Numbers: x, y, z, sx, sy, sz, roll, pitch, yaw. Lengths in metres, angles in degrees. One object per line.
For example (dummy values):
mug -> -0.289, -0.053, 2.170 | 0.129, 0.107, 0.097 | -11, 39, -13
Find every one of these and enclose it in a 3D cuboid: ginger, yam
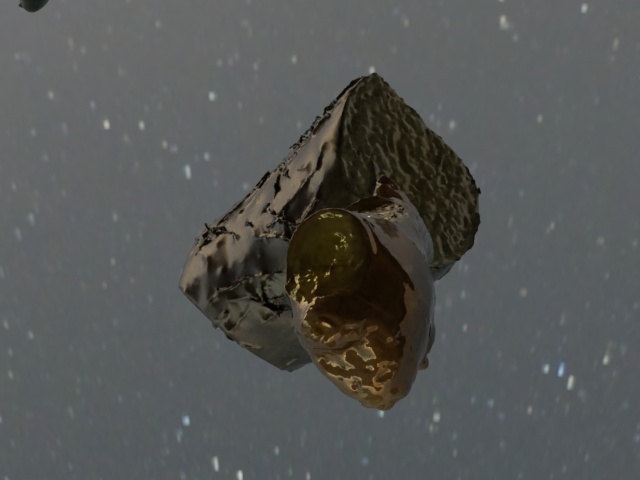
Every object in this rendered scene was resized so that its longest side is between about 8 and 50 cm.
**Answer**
ginger -> 0.044, 0.027, 1.197 | 0.086, 0.294, 0.131 | -28, -88, 15
yam -> 0.001, 0.005, 1.737 | 0.202, 0.271, 0.201 | 40, -137, -18

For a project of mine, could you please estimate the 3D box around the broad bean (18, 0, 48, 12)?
broad bean -> -0.232, -0.290, 1.654 | 0.069, 0.227, 0.039 | 22, -134, -36
